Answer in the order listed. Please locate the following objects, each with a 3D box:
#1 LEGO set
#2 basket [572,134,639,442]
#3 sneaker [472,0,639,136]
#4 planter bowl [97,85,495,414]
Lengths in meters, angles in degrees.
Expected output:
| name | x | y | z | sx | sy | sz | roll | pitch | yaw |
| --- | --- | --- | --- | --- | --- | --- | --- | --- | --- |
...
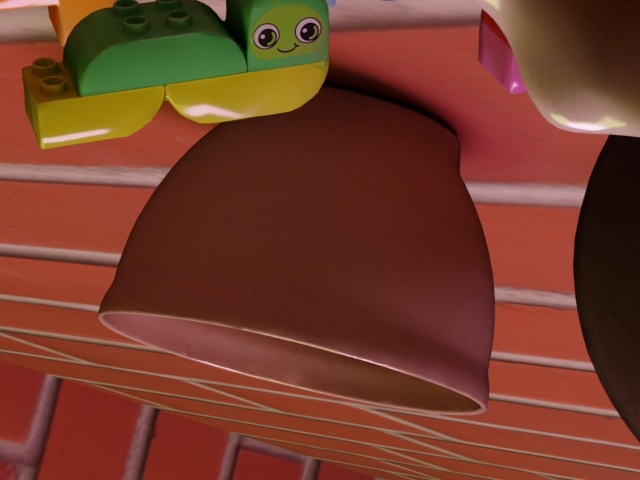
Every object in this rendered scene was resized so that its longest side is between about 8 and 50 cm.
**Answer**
| name | x | y | z | sx | sy | sz | roll | pitch | yaw |
| --- | --- | --- | --- | --- | --- | --- | --- | --- | --- |
| LEGO set | -0.034 | -0.082 | 0.378 | 0.227 | 0.093 | 0.087 | -10 | -147 | -16 |
| basket | 0.153 | 0.005 | 0.274 | 0.204 | 0.154 | 0.227 | -5 | -179 | 3 |
| sneaker | 0.008 | -0.092 | 0.260 | 0.228 | 0.092 | 0.087 | 26 | 165 | -38 |
| planter bowl | 0.000 | 0.000 | 0.699 | 0.162 | 0.109 | 0.162 | 13 | 170 | 2 |
